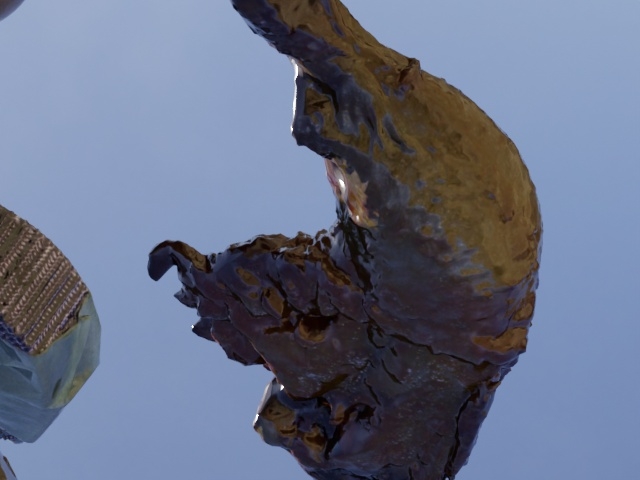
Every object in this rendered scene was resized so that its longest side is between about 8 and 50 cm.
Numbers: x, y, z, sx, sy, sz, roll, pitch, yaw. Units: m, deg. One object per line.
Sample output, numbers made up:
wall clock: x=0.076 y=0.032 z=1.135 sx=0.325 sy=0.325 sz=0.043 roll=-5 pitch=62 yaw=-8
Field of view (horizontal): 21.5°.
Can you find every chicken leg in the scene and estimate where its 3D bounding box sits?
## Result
chicken leg: x=0.012 y=0.003 z=0.742 sx=0.177 sy=0.322 sz=0.083 roll=22 pitch=-133 yaw=7

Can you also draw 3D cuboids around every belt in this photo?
belt: x=-0.324 y=0.064 z=1.503 sx=0.260 sy=0.325 sz=0.122 roll=34 pitch=-121 yaw=-8

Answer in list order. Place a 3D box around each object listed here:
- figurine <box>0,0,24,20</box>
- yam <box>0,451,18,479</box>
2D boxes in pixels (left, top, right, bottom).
figurine: x=-0.233 y=-0.215 z=0.828 sx=0.285 sy=0.167 sz=0.342 roll=50 pitch=-130 yaw=-50
yam: x=-0.212 y=0.237 z=1.043 sx=0.129 sy=0.238 sz=0.128 roll=-22 pitch=-160 yaw=-10
